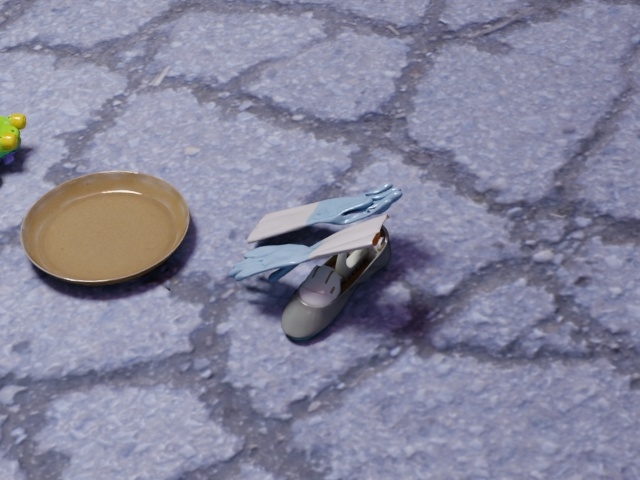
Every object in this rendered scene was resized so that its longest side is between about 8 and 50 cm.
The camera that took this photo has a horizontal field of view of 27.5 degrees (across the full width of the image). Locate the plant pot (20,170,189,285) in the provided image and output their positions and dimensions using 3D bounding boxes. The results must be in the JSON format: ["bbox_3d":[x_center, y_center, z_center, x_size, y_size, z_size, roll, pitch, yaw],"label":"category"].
[{"bbox_3d":[-0.300,-0.013,1.840,0.236,0.032,0.236,-2,41,2],"label":"plant pot"}]

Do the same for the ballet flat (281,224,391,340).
[{"bbox_3d":[0.018,0.045,1.731,0.072,0.068,0.213,26,49,28],"label":"ballet flat"}]

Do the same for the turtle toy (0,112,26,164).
[{"bbox_3d":[-0.495,-0.139,1.965,0.095,0.066,0.130,2,43,5],"label":"turtle toy"}]

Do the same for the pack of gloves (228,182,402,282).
[{"bbox_3d":[0.000,0.000,1.749,0.232,0.046,0.195,-14,21,26],"label":"pack of gloves"}]
